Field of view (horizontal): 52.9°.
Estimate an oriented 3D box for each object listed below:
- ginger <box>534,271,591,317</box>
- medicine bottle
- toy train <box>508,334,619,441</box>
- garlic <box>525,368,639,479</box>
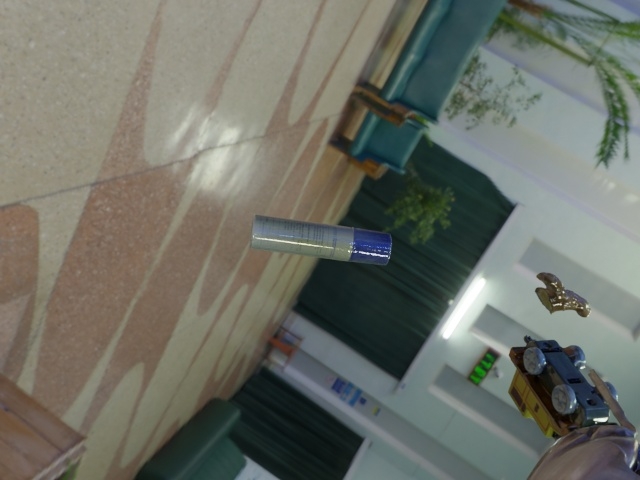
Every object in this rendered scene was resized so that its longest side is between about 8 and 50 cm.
[{"bbox_3d":[0.324,0.082,0.877,0.048,0.097,0.030,-43,-163,37],"label":"ginger"},{"bbox_3d":[0.000,0.000,1.067,0.059,0.230,0.059,-172,-90,-81],"label":"medicine bottle"},{"bbox_3d":[0.356,0.235,0.966,0.219,0.089,0.127,-114,-152,-53],"label":"toy train"},{"bbox_3d":[0.204,0.215,0.534,0.257,0.206,0.207,-97,-156,-47],"label":"garlic"}]
